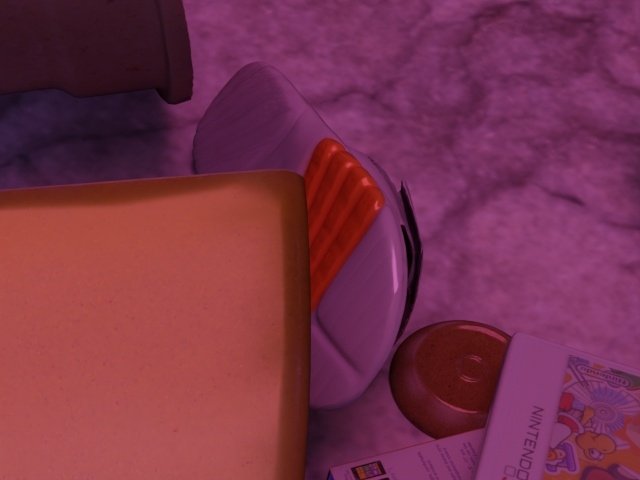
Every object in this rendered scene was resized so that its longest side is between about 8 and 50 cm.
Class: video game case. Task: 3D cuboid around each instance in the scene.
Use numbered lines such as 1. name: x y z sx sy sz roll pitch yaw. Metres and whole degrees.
1. video game case: 0.179 0.144 0.870 0.227 0.026 0.206 18 38 4

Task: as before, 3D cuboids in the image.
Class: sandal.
1. sandal: 0.006 -0.008 0.984 0.076 0.102 0.265 27 23 -33

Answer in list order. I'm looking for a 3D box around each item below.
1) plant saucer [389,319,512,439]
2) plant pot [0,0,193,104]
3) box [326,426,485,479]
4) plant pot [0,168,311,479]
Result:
1. plant saucer: 0.078 0.070 0.976 0.083 0.015 0.083 4 48 -5
2. plant pot: -0.261 -0.190 0.984 0.306 0.333 0.333 -18 53 -8
3. box: 0.064 0.137 0.909 0.136 0.028 0.081 -13 52 -16
4. plant pot: -0.106 0.110 0.800 0.212 0.212 0.187 -5 61 -13
